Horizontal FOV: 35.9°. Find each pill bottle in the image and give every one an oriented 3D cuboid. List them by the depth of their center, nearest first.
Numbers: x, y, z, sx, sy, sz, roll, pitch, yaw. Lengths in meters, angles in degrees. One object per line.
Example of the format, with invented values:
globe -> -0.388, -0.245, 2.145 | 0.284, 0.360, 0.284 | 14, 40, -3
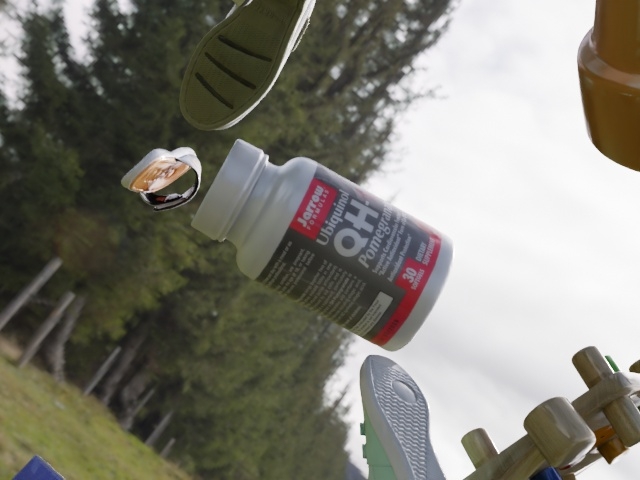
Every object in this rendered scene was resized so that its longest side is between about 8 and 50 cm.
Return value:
pill bottle -> 0.000, 0.000, 1.291 | 0.318, 0.176, 0.176 | 28, -12, -7

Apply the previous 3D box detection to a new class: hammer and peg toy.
hammer and peg toy -> 0.293, 0.245, 1.218 | 0.361, 0.266, 0.127 | 14, 41, -50

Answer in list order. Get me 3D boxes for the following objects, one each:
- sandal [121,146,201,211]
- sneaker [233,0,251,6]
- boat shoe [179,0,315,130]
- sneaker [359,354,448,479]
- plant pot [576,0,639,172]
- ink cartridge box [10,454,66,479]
sandal -> -0.234, -0.084, 1.507 | 0.076, 0.102, 0.265 | 49, 8, -1
sneaker -> -0.103, -0.348, 0.831 | 0.129, 0.297, 0.111 | 4, 24, -3
boat shoe -> -0.074, -0.274, 1.296 | 0.113, 0.302, 0.103 | 37, 14, 4
sneaker -> 0.067, 0.268, 1.183 | 0.094, 0.151, 0.256 | 16, 39, -31
plant pot -> 0.247, -0.165, 0.580 | 0.205, 0.205, 0.188 | 22, -41, 50
ink cartridge box -> -0.229, 0.395, 0.824 | 0.307, 0.303, 0.072 | 47, -14, -20
